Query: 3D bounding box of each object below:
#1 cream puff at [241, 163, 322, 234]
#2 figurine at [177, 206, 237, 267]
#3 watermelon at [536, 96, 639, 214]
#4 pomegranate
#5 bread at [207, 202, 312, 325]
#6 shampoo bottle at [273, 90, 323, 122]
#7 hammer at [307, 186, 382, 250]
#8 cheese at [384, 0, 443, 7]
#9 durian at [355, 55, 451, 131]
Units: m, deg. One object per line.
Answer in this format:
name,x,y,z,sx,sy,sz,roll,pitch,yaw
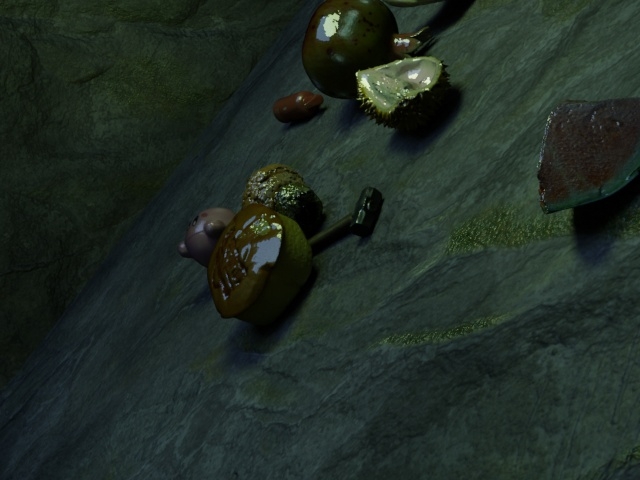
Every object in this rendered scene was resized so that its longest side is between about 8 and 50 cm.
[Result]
cream puff,-0.073,-0.083,2.129,0.169,0.183,0.183,17,69,51
figurine,-0.274,-0.005,2.388,0.173,0.173,0.173,-42,23,22
watermelon,0.412,-0.121,1.317,0.146,0.128,0.231,4,67,32
pomegranate,0.116,-0.497,2.364,0.291,0.324,0.290,-170,90,-88
bread,-0.142,0.056,1.994,0.270,0.148,0.269,-32,45,39
shampoo bottle,-0.061,-0.406,2.730,0.085,0.085,0.244,-57,21,-14
hammer,0.000,0.000,2.017,0.365,0.043,0.111,-32,29,45
cheese,0.281,-0.679,2.316,0.266,0.127,0.233,-22,21,-17
durian,0.195,-0.316,2.008,0.183,0.137,0.250,-25,24,-18
